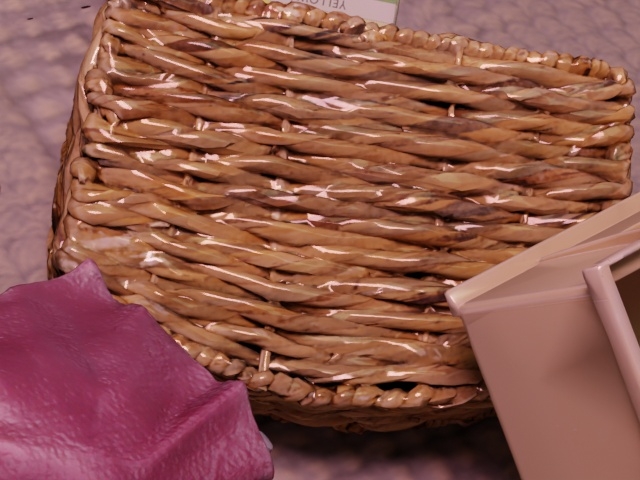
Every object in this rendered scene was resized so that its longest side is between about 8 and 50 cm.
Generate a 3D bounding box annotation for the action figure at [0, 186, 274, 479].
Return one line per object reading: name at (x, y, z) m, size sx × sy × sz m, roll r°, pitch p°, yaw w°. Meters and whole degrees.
action figure at (-0.192, 0.095, 0.778) m, size 0.370 × 0.248 × 0.276 m, roll -14°, pitch 70°, yaw -53°

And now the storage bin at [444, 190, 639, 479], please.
storage bin at (0.228, 0.094, 0.948) m, size 0.260 × 0.123 × 0.262 m, roll -25°, pitch 97°, yaw -34°

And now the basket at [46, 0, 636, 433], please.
basket at (0.000, 0.000, 1.073) m, size 0.299 × 0.223 × 0.214 m, roll 9°, pitch 80°, yaw -9°

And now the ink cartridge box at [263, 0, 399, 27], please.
ink cartridge box at (-0.034, -0.156, 1.133) m, size 0.171 × 0.235 × 0.056 m, roll 9°, pitch 92°, yaw -10°
